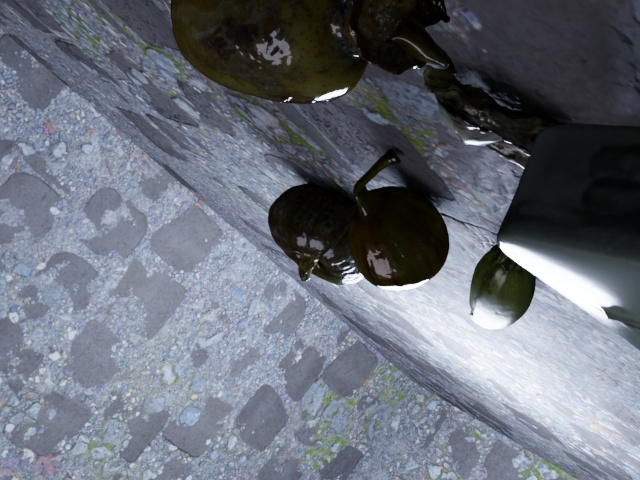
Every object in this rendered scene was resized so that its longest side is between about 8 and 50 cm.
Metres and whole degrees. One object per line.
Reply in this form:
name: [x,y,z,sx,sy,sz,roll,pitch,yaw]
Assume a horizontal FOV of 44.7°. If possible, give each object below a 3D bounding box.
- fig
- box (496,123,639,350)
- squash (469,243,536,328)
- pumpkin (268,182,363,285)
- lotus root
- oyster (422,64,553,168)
fig: [0.093,-0.012,1.061,0.148,0.142,0.186,-13,151,41]
box: [0.357,0.065,0.466,0.397,0.111,0.396,31,172,-37]
squash: [0.249,0.069,1.077,0.094,0.094,0.341,33,170,14]
pumpkin: [0.000,0.000,1.404,0.219,0.162,0.219,30,168,7]
lotus root: [-0.015,-0.180,0.607,0.278,0.154,0.154,23,164,47]
oyster: [0.157,-0.100,0.689,0.166,0.053,0.108,27,-164,4]
